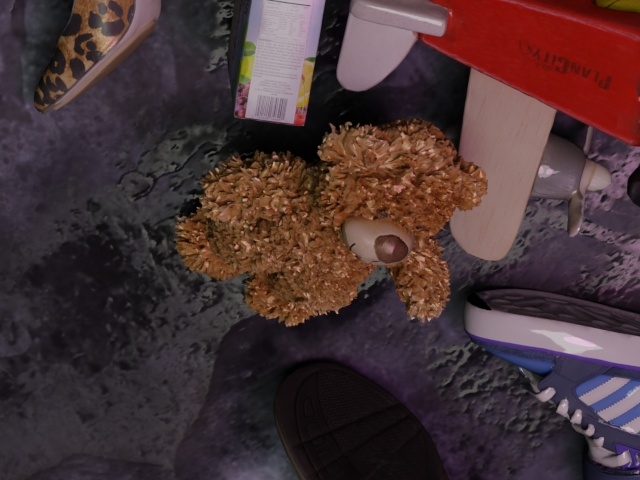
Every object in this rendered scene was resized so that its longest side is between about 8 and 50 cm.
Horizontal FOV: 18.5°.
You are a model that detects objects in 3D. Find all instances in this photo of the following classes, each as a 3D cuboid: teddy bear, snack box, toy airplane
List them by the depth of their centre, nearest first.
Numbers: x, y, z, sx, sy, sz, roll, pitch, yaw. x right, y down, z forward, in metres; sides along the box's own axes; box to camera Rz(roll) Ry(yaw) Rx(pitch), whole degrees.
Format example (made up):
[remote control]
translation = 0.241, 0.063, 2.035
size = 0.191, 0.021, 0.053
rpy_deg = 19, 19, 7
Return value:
[snack box]
translation = -0.034, -0.227, 1.711
size = 0.070, 0.174, 0.207
rpy_deg = 6, 113, -8
[toy airplane]
translation = 0.208, -0.195, 1.716
size = 0.386, 0.272, 0.384
rpy_deg = -22, 103, 36
[teddy bear]
translation = 0.000, 0.000, 1.777
size = 0.338, 0.113, 0.245
rpy_deg = -8, 132, 41

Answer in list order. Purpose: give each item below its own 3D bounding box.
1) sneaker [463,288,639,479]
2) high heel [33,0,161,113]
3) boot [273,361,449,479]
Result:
[sneaker]
translation = 0.271, 0.189, 1.924
size = 0.322, 0.130, 0.236
rpy_deg = 11, 102, -14
[high heel]
translation = -0.222, -0.252, 1.753
size = 0.186, 0.093, 0.261
rpy_deg = 44, 113, -1
[boot]
translation = 0.068, 0.328, 1.947
size = 0.138, 0.377, 0.284
rpy_deg = -31, 155, -28
